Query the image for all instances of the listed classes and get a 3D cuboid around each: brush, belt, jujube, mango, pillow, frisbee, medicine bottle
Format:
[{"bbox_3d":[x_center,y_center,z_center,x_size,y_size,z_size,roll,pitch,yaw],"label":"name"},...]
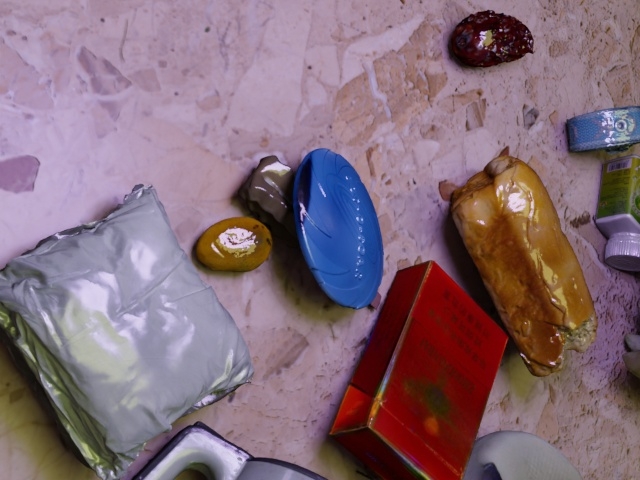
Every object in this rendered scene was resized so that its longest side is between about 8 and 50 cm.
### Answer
[{"bbox_3d":[0.000,0.000,1.601,0.301,0.071,0.084,47,55,-27],"label":"brush"},{"bbox_3d":[0.525,-0.196,1.969,0.163,0.147,0.082,-10,91,-8],"label":"belt"},{"bbox_3d":[0.287,-0.340,1.848,0.166,0.104,0.104,-11,89,-48],"label":"jujube"},{"bbox_3d":[-0.119,0.007,1.517,0.114,0.057,0.079,-13,94,-29],"label":"mango"},{"bbox_3d":[-0.239,0.112,1.358,0.283,0.138,0.310,-38,102,-35],"label":"pillow"},{"bbox_3d":[0.039,-0.021,1.588,0.242,0.045,0.242,37,45,-48],"label":"frisbee"},{"bbox_3d":[0.577,-0.045,2.011,0.132,0.088,0.189,23,69,-31],"label":"medicine bottle"}]

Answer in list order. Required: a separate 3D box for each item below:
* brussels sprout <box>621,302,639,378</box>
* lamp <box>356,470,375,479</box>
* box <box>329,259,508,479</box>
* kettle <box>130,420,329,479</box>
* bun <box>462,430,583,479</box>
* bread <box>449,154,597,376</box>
[{"bbox_3d":[0.759,0.114,1.901,0.361,0.342,0.425,26,89,11],"label":"brussels sprout"},{"bbox_3d":[0.111,0.371,1.622,0.121,0.054,0.041,17,73,-33],"label":"lamp"},{"bbox_3d":[0.154,0.212,1.633,0.197,0.089,0.313,45,49,-23],"label":"box"},{"bbox_3d":[-0.137,0.449,1.347,0.361,0.250,0.377,31,59,3],"label":"kettle"},{"bbox_3d":[0.289,0.438,1.675,0.283,0.179,0.283,24,46,-27],"label":"bun"},{"bbox_3d":[0.336,0.038,1.758,0.344,0.148,0.195,63,13,-11],"label":"bread"}]
